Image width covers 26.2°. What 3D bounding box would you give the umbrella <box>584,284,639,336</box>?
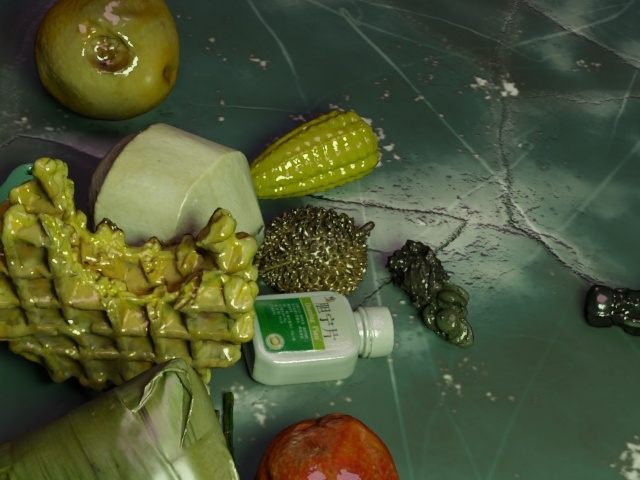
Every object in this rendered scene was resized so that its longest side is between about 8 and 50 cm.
[{"bbox_3d":[0.526,0.123,1.810,0.357,0.113,0.106,9,47,7],"label":"umbrella"}]

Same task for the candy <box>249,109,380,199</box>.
[{"bbox_3d":[-0.021,-0.112,1.943,0.199,0.094,0.106,-23,59,-23],"label":"candy"}]

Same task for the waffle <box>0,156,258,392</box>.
[{"bbox_3d":[-0.237,0.052,1.597,0.324,0.261,0.151,18,41,-10],"label":"waffle"}]

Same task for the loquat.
[{"bbox_3d":[-0.306,-0.269,1.981,0.213,0.213,0.213,6,44,-6],"label":"loquat"}]

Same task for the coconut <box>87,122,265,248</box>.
[{"bbox_3d":[-0.176,-0.037,1.755,0.222,0.202,0.202,23,45,19],"label":"coconut"}]

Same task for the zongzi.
[{"bbox_3d":[-0.202,0.347,1.414,0.323,0.160,0.360,-27,84,1],"label":"zongzi"}]

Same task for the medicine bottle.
[{"bbox_3d":[-0.004,0.120,1.724,0.183,0.069,0.119,-2,43,-15],"label":"medicine bottle"}]

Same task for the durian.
[{"bbox_3d":[0.000,0.000,1.831,0.188,0.091,0.148,-20,52,-31],"label":"durian"}]

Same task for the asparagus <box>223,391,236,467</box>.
[{"bbox_3d":[-0.105,0.244,1.614,0.016,0.016,0.163,16,40,-23],"label":"asparagus"}]

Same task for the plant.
[{"bbox_3d":[0.148,0.067,1.808,0.085,0.087,0.174,5,43,-44],"label":"plant"}]

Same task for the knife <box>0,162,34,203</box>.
[{"bbox_3d":[-0.458,-0.024,1.808,0.063,0.035,0.260,28,50,22],"label":"knife"}]

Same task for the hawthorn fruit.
[{"bbox_3d":[0.005,0.280,1.512,0.173,0.173,0.179,-9,21,-20],"label":"hawthorn fruit"}]
